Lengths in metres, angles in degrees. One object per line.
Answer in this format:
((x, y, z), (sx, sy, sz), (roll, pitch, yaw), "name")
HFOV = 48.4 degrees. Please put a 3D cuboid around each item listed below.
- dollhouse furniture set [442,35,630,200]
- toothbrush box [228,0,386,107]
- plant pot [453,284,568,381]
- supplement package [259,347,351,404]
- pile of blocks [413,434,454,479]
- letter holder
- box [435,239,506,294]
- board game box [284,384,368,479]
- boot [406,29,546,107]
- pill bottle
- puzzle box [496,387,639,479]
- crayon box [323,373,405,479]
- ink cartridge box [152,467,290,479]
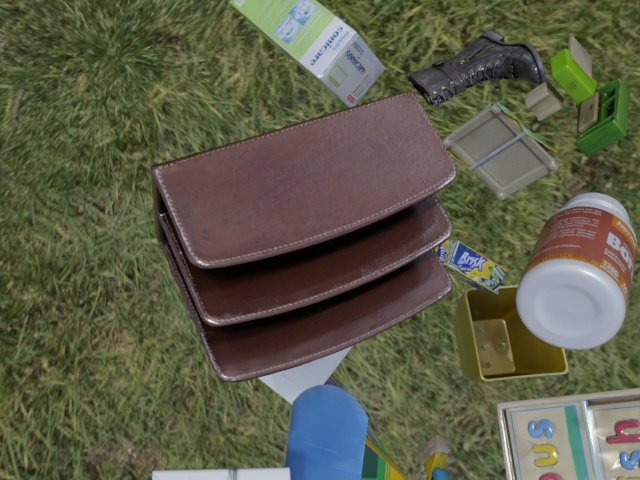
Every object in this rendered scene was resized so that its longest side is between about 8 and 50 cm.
((0.419, -0.240, 1.408), (0.198, 0.151, 0.302), (40, 134, -18), "dollhouse furniture set")
((-0.024, -0.429, 1.499), (0.283, 0.206, 0.122), (42, 98, 20), "toothbrush box")
((0.425, 0.234, 1.688), (0.212, 0.187, 0.212), (-3, 71, -11), "plant pot")
((-0.060, 0.231, 1.626), (0.199, 0.262, 0.198), (38, 87, 1), "supplement package")
((0.309, 0.712, 1.907), (0.113, 0.149, 0.361), (19, 87, -27), "pile of blocks")
((0.000, 0.000, 0.768), (0.302, 0.152, 0.214), (-20, 70, -19), "letter holder")
((0.307, 0.054, 1.473), (0.169, 0.054, 0.059), (28, 79, -35), "box")
((0.014, 0.278, 0.955), (0.033, 0.133, 0.168), (13, 83, -47), "board game box")
((0.332, -0.349, 1.541), (0.229, 0.263, 0.091), (-30, 127, -6), "boot")
((0.325, 0.027, 0.885), (0.121, 0.216, 0.121), (15, 126, 21), "pill bottle")
((0.432, 0.435, 1.078), (0.272, 0.052, 0.408), (-13, 73, 23), "puzzle box")
((0.041, 0.466, 1.870), (0.106, 0.363, 0.313), (-37, 136, 0), "crayon box")
((-0.099, 0.262, 0.722), (0.135, 0.099, 0.056), (1, 69, -8), "ink cartridge box")
